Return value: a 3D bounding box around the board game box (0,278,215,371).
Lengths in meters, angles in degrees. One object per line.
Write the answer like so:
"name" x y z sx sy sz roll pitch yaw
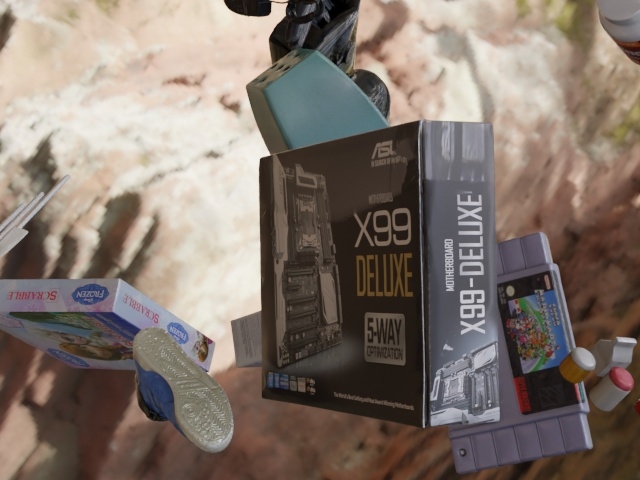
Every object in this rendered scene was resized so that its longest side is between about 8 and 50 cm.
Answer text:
"board game box" -0.405 0.155 2.194 0.319 0.318 0.065 42 52 -53

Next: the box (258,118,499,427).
"box" 0.041 0.030 1.090 0.307 0.077 0.242 -3 -92 63

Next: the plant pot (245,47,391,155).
"plant pot" -0.002 -0.171 1.897 0.166 0.234 0.165 -38 -160 -9

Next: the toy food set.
"toy food set" 0.457 0.174 1.718 0.232 0.111 0.104 8 133 -32

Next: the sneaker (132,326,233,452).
"sneaker" -0.139 0.164 1.229 0.058 0.152 0.084 -30 151 -27

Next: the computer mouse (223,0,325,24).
"computer mouse" -0.071 -0.380 1.916 0.041 0.242 0.071 -23 119 -36

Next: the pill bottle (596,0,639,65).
"pill bottle" 0.396 -0.277 1.519 0.086 0.086 0.152 -59 148 6

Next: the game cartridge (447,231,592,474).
"game cartridge" 0.296 0.180 1.974 0.230 0.355 0.068 -17 163 26

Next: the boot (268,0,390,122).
"boot" 0.029 -0.321 2.308 0.445 0.146 0.367 83 26 -53

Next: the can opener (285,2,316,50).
"can opener" -0.021 -0.388 1.950 0.059 0.073 0.186 37 62 -64

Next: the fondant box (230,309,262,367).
"fondant box" 0.030 0.155 2.226 0.238 0.096 0.330 2 165 -41

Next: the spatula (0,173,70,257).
"spatula" -0.472 -0.012 1.849 0.168 0.019 0.242 -27 -161 36
